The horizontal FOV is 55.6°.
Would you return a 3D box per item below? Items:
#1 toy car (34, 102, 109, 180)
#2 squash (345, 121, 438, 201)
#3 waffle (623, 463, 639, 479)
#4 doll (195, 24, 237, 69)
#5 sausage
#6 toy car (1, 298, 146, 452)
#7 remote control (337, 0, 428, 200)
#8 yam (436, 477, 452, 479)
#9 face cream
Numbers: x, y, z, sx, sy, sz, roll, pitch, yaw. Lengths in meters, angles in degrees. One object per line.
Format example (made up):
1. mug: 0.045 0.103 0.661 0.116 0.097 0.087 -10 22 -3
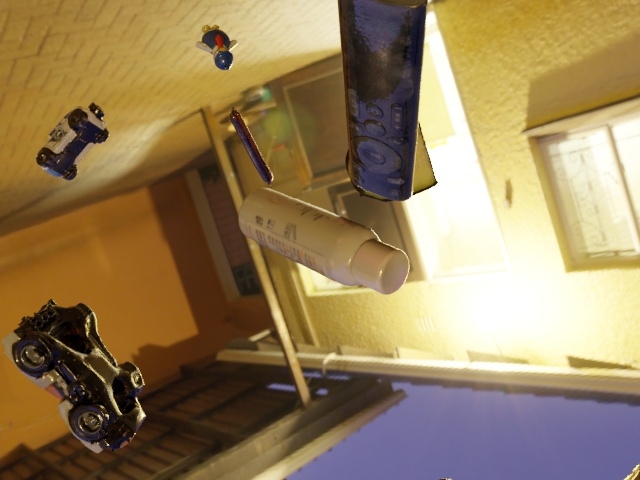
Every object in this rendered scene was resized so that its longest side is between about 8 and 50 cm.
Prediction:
1. toy car: -0.507 -0.208 1.246 0.170 0.070 0.080 -50 149 1
2. squash: 0.152 -0.173 1.301 0.184 0.191 0.085 -18 173 25
3. waffle: 0.512 0.443 0.846 0.248 0.221 0.055 32 -135 23
4. doll: -0.230 -0.433 1.372 0.099 0.143 0.057 -9 148 -22
5. sausage: -0.136 -0.184 1.214 0.025 0.198 0.028 -19 -136 7
6. toy car: -0.442 0.254 1.117 0.118 0.301 0.193 -33 -171 8
7. remote control: 0.080 -0.176 0.806 0.044 0.107 0.377 -55 160 -22
8. yam: 0.344 0.721 1.603 0.078 0.078 0.179 -18 -136 -1
9. face cream: 0.000 0.000 0.793 0.082 0.082 0.269 -22 -148 -38
